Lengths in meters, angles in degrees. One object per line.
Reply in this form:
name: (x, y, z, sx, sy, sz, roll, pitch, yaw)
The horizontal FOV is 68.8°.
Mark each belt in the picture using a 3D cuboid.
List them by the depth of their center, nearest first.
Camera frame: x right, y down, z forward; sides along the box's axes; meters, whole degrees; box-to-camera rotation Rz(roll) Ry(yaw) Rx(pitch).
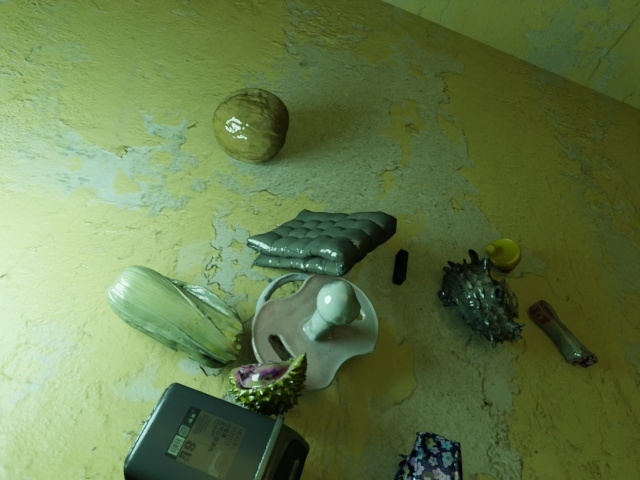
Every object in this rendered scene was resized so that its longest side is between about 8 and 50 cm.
belt: (0.726, 0.285, 1.412, 0.071, 0.053, 0.232, -20, 65, -43)

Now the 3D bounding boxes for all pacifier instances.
pacifier: (0.002, 0.188, 1.059, 0.332, 0.273, 0.220, -28, 107, -36)

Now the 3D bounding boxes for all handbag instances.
handbag: (0.201, 0.512, 0.907, 0.127, 0.207, 0.228, 12, 43, 3)

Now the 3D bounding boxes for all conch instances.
conch: (0.471, 0.158, 1.322, 0.241, 0.186, 0.313, 23, 23, -43)

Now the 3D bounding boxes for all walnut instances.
walnut: (-0.205, -0.337, 1.370, 0.228, 0.228, 0.228, 12, 51, -15)

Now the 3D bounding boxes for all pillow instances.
pillow: (0.000, 0.000, 1.159, 0.326, 0.101, 0.228, 7, 32, 43)

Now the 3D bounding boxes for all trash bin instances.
trash bin: (-0.180, 0.400, 0.841, 0.291, 0.182, 0.209, 23, 50, 1)

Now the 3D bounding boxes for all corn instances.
corn: (-0.301, 0.162, 0.997, 0.305, 0.122, 0.123, 28, 30, -3)

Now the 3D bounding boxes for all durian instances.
durian: (-0.112, 0.303, 0.917, 0.108, 0.187, 0.118, -20, 96, -74)

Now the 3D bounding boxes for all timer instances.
timer: (0.585, 0.039, 1.497, 0.107, 0.109, 0.107, -14, 52, 18)

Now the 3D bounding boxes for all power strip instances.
power strip: (0.233, 0.077, 1.359, 0.029, 0.038, 0.111, 22, 50, -8)
